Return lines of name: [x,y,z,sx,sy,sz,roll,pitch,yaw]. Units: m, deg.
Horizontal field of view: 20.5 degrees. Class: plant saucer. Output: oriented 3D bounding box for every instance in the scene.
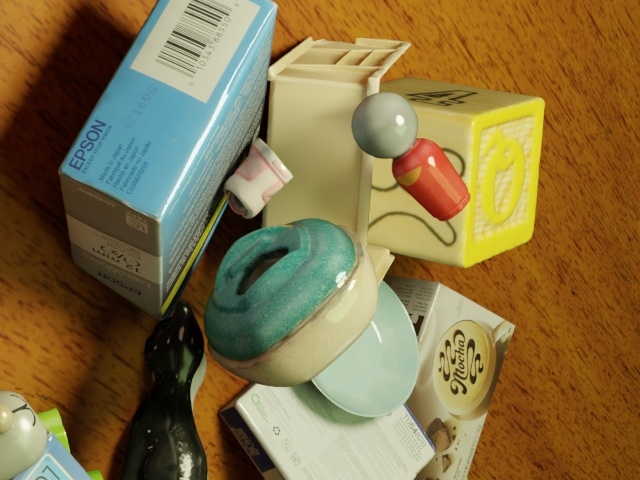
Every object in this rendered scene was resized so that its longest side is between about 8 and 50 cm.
plant saucer: [0.034,0.124,2.130,0.195,0.037,0.195,19,58,-33]

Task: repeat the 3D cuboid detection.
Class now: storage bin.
storage bin: [0.019,-0.082,1.983,0.260,0.123,0.262,-52,147,-71]

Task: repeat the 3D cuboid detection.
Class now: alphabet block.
alphabet block: [0.141,-0.089,2.169,0.193,0.197,0.192,-22,120,-54]

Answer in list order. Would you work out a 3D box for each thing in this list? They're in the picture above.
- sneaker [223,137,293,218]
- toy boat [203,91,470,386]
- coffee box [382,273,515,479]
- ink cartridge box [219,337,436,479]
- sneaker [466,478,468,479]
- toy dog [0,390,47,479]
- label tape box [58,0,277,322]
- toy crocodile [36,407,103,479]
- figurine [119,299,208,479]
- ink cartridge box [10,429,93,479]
sneaker: [-0.069,-0.062,1.798,0.070,0.134,0.051,-43,101,1]
toy boat: [0.000,0.000,1.771,0.318,0.267,0.148,-44,106,-7]
coffee box: [0.119,0.214,2.288,0.168,0.119,0.297,30,75,-40]
ink cartridge box: [0.013,0.232,2.120,0.224,0.045,0.223,-38,96,-44]
sneaker: [0.160,0.303,2.418,0.109,0.123,0.296,21,83,-58]
toy dog: [-0.375,0.217,1.398,0.334,0.220,0.161,-59,174,-26]
label tape box: [-0.150,-0.079,1.754,0.348,0.115,0.249,108,8,-69]
toy crocodile: [-0.257,0.315,1.776,0.115,0.105,0.341,-20,119,-13]
figurine: [-0.153,0.181,1.841,0.215,0.092,0.209,102,-6,-78]
ink cartridge box: [-0.246,0.395,1.608,0.270,0.151,0.395,-53,124,-29]
